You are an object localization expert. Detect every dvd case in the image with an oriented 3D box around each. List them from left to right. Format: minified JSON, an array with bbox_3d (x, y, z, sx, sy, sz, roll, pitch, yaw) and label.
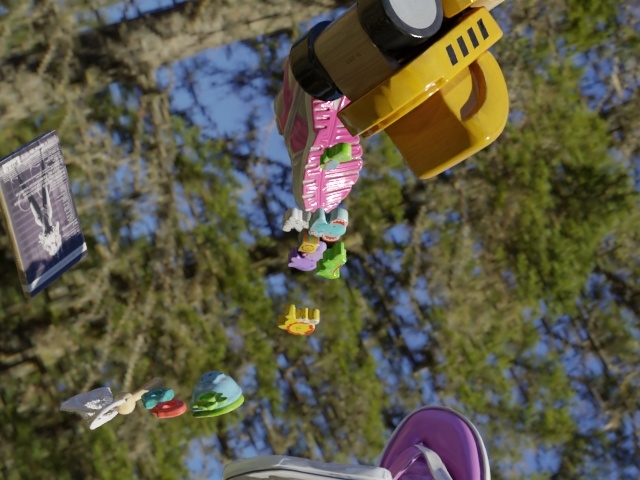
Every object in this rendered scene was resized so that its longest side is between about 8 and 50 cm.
[{"bbox_3d":[-0.442,-0.044,1.827,0.018,0.164,0.221,0,-66,24],"label":"dvd case"}]

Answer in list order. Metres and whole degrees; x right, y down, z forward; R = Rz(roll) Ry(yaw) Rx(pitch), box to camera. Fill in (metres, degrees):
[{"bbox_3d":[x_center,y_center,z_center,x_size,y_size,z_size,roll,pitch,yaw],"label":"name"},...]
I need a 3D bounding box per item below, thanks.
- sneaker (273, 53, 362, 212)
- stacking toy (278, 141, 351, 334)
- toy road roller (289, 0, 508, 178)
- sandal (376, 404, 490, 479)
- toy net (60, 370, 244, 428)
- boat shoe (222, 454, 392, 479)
[{"bbox_3d":[-0.009,-0.163,1.663,0.111,0.103,0.252,13,-79,52],"label":"sneaker"},{"bbox_3d":[0.000,0.000,1.461,0.221,0.052,0.167,123,-28,-55],"label":"stacking toy"},{"bbox_3d":[0.145,-0.231,1.454,0.241,0.329,0.202,54,-39,-6],"label":"toy road roller"},{"bbox_3d":[0.130,0.374,1.564,0.169,0.416,0.102,6,-45,17],"label":"sandal"},{"bbox_3d":[-0.217,0.213,1.455,0.122,0.232,0.045,-72,151,-71],"label":"toy net"},{"bbox_3d":[-0.021,0.329,1.501,0.083,0.226,0.076,72,20,-54],"label":"boat shoe"}]
